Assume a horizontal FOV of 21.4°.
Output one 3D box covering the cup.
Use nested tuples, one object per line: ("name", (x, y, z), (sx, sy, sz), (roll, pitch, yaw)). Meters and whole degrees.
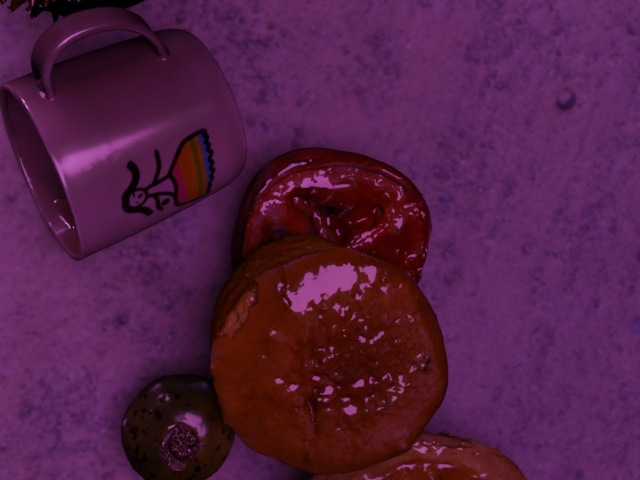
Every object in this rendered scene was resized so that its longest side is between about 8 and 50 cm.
("cup", (-0.198, -0.129, 1.697), (0.200, 0.191, 0.253), (-25, 136, -17))

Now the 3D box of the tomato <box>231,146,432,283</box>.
("tomato", (-0.003, -0.002, 1.836), (0.228, 0.101, 0.228), (-6, 110, -18))

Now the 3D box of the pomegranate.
("pomegranate", (-0.153, 0.200, 1.786), (0.130, 0.130, 0.130), (-1, 94, -18))

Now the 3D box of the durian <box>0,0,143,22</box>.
("durian", (-0.219, -0.394, 1.629), (0.384, 0.347, 0.347), (-44, 105, -22))

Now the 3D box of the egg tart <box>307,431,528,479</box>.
("egg tart", (0.093, 0.362, 1.875), (0.341, 0.129, 0.341), (-2, 96, -18))

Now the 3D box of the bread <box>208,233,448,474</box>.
("bread", (0.003, 0.118, 1.755), (0.268, 0.146, 0.268), (-5, 113, -12))
